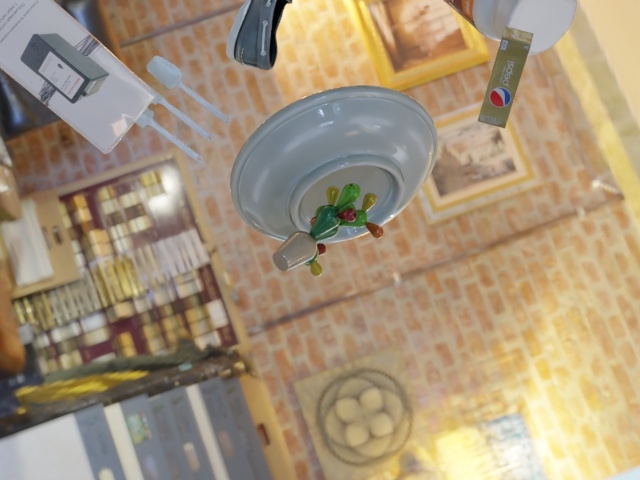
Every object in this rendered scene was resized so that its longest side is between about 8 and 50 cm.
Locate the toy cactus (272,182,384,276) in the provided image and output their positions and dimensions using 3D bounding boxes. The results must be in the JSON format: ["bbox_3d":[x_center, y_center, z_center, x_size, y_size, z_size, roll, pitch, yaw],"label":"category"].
[{"bbox_3d":[0.000,0.000,1.482,0.112,0.180,0.219,52,-37,2],"label":"toy cactus"}]

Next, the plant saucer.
[{"bbox_3d":[0.038,-0.102,1.699,0.400,0.400,0.101,75,-3,-53],"label":"plant saucer"}]

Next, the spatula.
[{"bbox_3d":[-0.343,-0.311,2.219,0.242,0.168,0.019,37,-14,-5],"label":"spatula"}]

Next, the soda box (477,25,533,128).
[{"bbox_3d":[0.354,-0.311,1.781,0.061,0.058,0.181,-63,168,-53],"label":"soda box"}]

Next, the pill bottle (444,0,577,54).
[{"bbox_3d":[0.418,-0.614,2.213,0.392,0.224,0.224,56,-13,44],"label":"pill bottle"}]

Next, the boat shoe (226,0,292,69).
[{"bbox_3d":[-0.078,-0.486,1.816,0.099,0.320,0.116,27,8,16],"label":"boat shoe"}]

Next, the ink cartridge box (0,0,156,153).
[{"bbox_3d":[-0.379,-0.265,1.291,0.273,0.115,0.198,42,-1,-29],"label":"ink cartridge box"}]
